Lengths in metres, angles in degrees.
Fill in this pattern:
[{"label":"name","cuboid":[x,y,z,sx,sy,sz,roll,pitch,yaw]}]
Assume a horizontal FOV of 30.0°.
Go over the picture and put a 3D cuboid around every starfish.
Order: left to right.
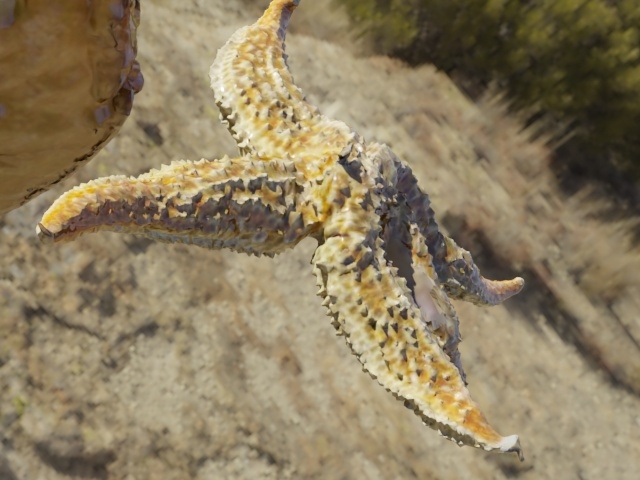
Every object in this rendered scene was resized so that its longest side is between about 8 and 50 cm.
[{"label":"starfish","cuboid":[0.023,0.012,0.694,0.293,0.084,0.301,46,33,-8]}]

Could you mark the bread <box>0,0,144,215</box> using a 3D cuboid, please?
[{"label":"bread","cuboid":[-0.291,-0.163,0.735,0.398,0.398,0.215,35,31,-39]}]
